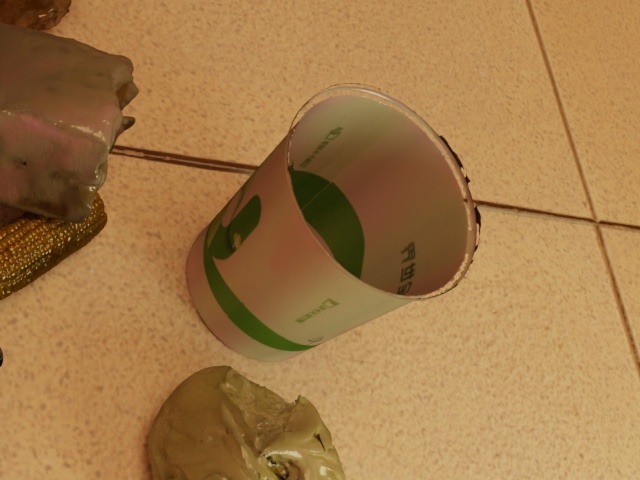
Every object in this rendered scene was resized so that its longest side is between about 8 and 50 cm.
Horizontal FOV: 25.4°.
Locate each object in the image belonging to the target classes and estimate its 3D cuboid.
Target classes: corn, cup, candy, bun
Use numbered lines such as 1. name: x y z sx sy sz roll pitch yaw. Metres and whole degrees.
1. corn: -0.301 0.003 1.485 0.068 0.068 0.207 51 46 1
2. cup: 0.000 0.000 1.577 0.253 0.274 0.253 19 54 -28
3. candy: -0.298 -0.129 1.481 0.195 0.137 0.185 14 39 -5
4. bun: -0.068 0.234 1.481 0.210 0.116 0.237 -8 69 -41

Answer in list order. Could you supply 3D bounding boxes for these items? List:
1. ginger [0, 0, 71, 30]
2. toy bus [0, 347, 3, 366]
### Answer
1. ginger: -0.378 -0.322 1.607 0.270 0.123 0.219 -44 108 -27
2. toy bus: -0.389 0.062 1.368 0.089 0.087 0.194 -25 79 -40
